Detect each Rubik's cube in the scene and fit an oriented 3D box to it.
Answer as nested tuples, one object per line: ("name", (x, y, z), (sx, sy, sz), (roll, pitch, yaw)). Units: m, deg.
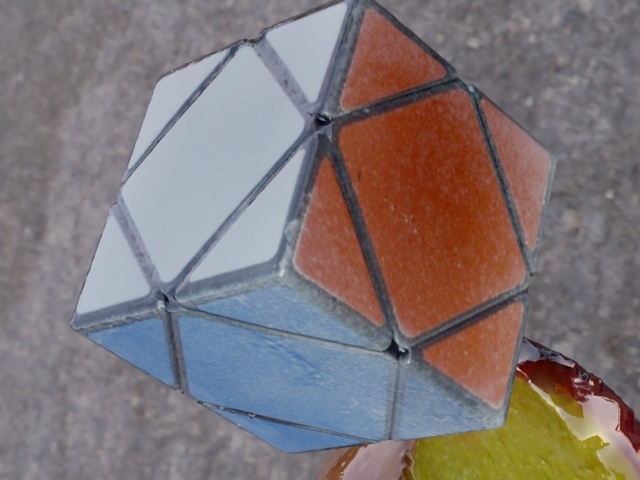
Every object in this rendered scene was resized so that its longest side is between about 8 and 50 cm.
("Rubik's cube", (0.000, 0.000, 1.032), (0.205, 0.205, 0.207), (-16, 50, 44))

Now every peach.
("peach", (0.153, 0.297, 1.400), (0.310, 0.335, 0.406), (-56, 49, 53))
